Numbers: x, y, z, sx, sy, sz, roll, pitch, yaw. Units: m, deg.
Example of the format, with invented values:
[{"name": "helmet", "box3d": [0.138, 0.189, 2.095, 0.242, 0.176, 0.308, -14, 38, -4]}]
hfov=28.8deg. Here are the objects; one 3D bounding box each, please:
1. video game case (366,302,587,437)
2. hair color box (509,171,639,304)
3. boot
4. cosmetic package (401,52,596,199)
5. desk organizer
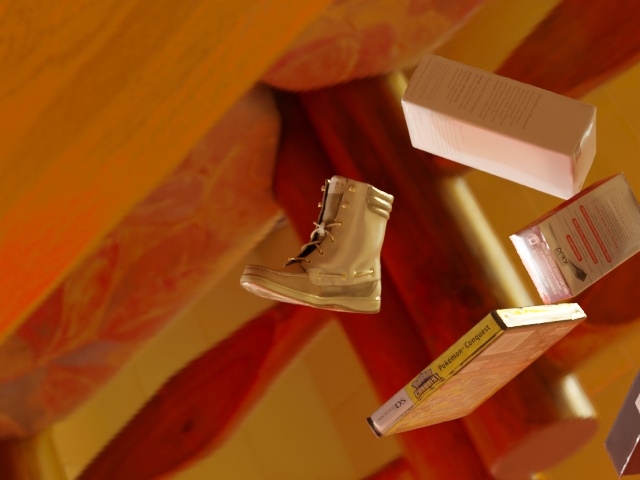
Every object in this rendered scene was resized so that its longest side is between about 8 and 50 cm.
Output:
[{"name": "video game case", "box3d": [0.223, 0.177, 1.741, 0.248, 0.035, 0.275, -45, 157, 25]}, {"name": "hair color box", "box3d": [0.307, -0.004, 1.450, 0.167, 0.093, 0.053, -28, -179, -37]}, {"name": "boot", "box3d": [0.000, 0.000, 1.534, 0.213, 0.077, 0.165, 10, 89, -40]}, {"name": "cosmetic package", "box3d": [0.224, -0.142, 1.556, 0.085, 0.231, 0.117, -62, 158, -19]}, {"name": "desk organizer", "box3d": [0.339, 0.184, 1.275, 0.050, 0.047, 0.130, -1, 132, -14]}]
